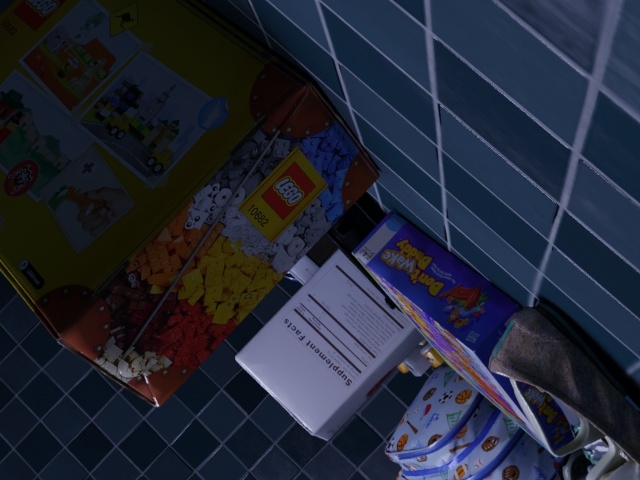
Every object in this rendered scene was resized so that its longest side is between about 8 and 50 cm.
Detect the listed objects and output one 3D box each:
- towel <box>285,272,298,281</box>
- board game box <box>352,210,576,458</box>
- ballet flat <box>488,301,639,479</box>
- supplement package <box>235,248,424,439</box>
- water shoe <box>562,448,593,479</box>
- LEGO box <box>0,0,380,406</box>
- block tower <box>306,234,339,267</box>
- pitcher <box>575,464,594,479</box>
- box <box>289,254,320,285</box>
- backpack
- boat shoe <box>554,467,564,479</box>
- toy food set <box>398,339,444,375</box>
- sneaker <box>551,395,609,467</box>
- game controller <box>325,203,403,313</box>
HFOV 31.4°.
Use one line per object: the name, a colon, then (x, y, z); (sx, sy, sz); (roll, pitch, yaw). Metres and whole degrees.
towel: (0.082, 0.129, 2.206); (0.336, 0.040, 0.243); (25, 178, 21)
board game box: (0.207, 0.129, 1.490); (0.233, 0.078, 0.347); (40, 174, 41)
ballet flat: (0.295, 0.202, 1.188); (0.316, 0.106, 0.107); (44, 176, -5)
supplement package: (0.040, 0.148, 1.785); (0.175, 0.293, 0.177); (43, 176, 14)
water shoe: (0.451, 0.405, 1.946); (0.203, 0.073, 0.080); (48, 176, -39)
LEGO box: (-0.241, -0.110, 1.369); (0.500, 0.372, 0.193); (41, 175, 39)
block tower: (0.000, 0.000, 2.067); (0.091, 0.097, 0.335); (43, 175, -4)
pitcher: (0.434, 0.376, 1.654); (0.177, 0.125, 0.207); (65, 163, -4)
box: (-0.053, 0.028, 1.940); (0.145, 0.038, 0.186); (43, 177, -1)
backpack: (0.252, 0.311, 1.757); (0.213, 0.276, 0.263); (44, 152, -23)
boat shoe: (0.383, 0.423, 1.991); (0.105, 0.113, 0.306); (46, -163, -25)
toy food set: (0.163, 0.157, 1.949); (0.104, 0.111, 0.232); (45, 170, -1)
sneaker: (0.338, 0.254, 1.350); (0.224, 0.098, 0.083); (41, 175, 30)
game controller: (0.027, -0.030, 1.579); (0.319, 0.067, 0.166); (47, -175, -26)
